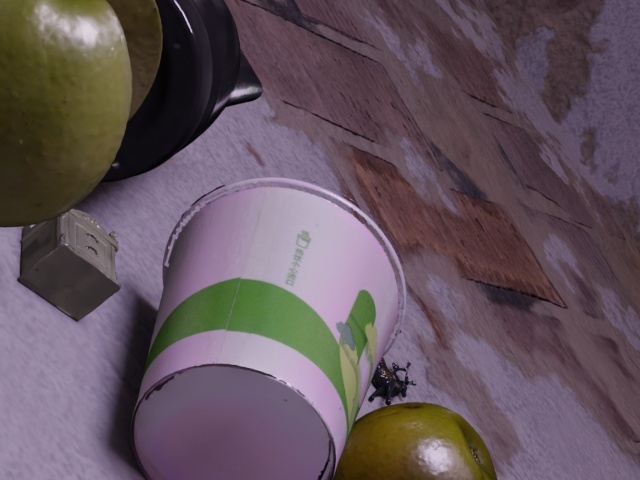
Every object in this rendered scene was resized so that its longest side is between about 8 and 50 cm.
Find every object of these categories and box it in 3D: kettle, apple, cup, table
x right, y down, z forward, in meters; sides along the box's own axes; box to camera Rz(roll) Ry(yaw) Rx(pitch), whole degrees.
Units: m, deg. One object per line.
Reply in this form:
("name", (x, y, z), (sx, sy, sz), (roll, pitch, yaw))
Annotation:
("kettle", (-0.231, -0.211, 1.885), (0.321, 0.228, 0.324), (22, 14, 7))
("apple", (0.101, 0.259, 1.854), (0.196, 0.157, 0.196), (53, 15, -22))
("cup", (-0.059, 0.111, 1.667), (0.253, 0.253, 0.274), (46, 29, -17))
("apple", (-0.278, -0.161, 1.580), (0.292, 0.254, 0.292), (24, 38, -21))
("table", (-0.236, 0.014, 1.671), (0.079, 0.062, 0.083), (40, 24, -32))

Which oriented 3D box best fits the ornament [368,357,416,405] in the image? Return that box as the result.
("ornament", (0.079, 0.161, 2.141), (0.073, 0.028, 0.125), (56, 23, 7))
